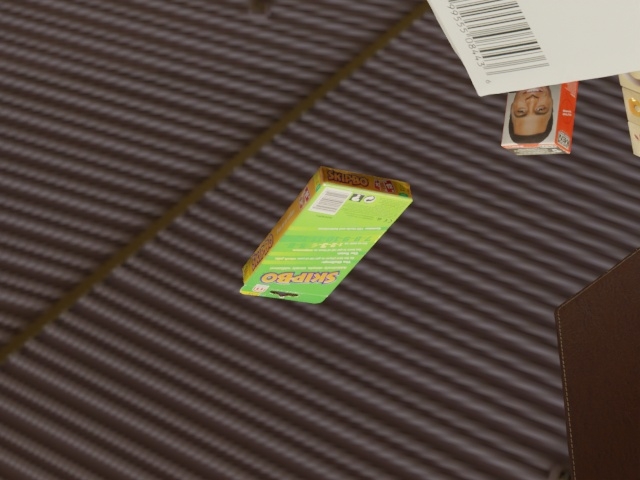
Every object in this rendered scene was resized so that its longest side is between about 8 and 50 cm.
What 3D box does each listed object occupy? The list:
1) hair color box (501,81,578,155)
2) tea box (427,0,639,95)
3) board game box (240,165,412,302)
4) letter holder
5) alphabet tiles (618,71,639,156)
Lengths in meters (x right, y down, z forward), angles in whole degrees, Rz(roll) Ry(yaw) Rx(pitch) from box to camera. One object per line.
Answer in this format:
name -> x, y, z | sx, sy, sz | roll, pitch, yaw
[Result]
hair color box -> 0.259, -0.173, 1.594 | 0.072, 0.043, 0.141 | -1, -104, 36
tea box -> 0.185, -0.335, 0.945 | 0.220, 0.329, 0.323 | -5, -141, 42
board game box -> 0.000, 0.000, 1.731 | 0.124, 0.259, 0.039 | 9, -129, -26
letter holder -> 0.347, 0.143, 1.225 | 0.152, 0.214, 0.301 | 32, -145, -21
alphabet tiles -> 0.479, -0.101, 1.550 | 0.011, 0.285, 0.342 | -41, -135, -18
